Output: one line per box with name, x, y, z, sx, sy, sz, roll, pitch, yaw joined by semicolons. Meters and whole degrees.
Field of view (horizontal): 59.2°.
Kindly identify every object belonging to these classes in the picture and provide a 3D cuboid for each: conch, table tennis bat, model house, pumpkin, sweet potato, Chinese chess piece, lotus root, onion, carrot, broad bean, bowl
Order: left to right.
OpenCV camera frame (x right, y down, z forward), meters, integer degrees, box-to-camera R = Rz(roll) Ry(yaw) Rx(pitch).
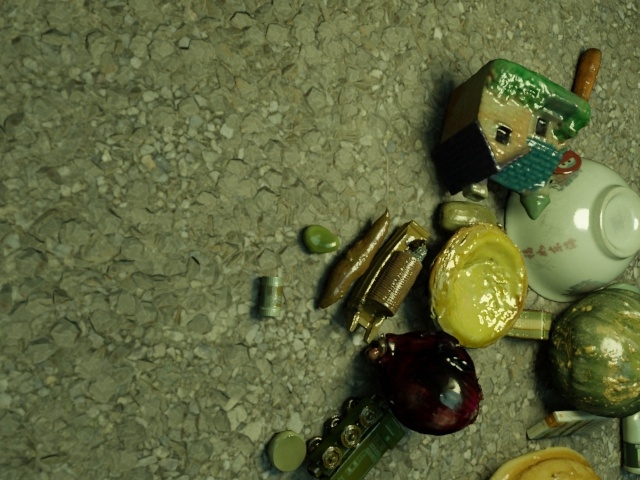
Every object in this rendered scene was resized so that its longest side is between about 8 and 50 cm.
Chinese chess piece;-0.071;0.445;1.193;0.084;0.034;0.084;0;90;-27
broad bean;0.000;0.000;1.237;0.083;0.045;0.063;22;78;-15
sweet potato;0.082;0.041;1.261;0.067;0.067;0.273;41;75;-19
onion;0.239;0.315;1.217;0.281;0.281;0.221;31;99;-21
lotus root;0.375;-0.049;1.396;0.183;0.077;0.090;11;84;-23
model house;0.449;-0.215;1.344;0.312;0.245;0.280;22;72;-16
table tennis bat;0.615;-0.223;1.488;0.098;0.154;0.019;-27;138;-12
carrot;0.744;-0.434;1.599;0.059;0.059;0.247;23;82;-23
bowl;0.721;-0.044;1.496;0.435;0.196;0.434;1;88;-25
pumpkin;0.741;0.289;1.458;0.328;0.257;0.291;-32;117;-31
conch;0.864;0.159;1.637;0.180;0.088;0.065;-4;47;-19

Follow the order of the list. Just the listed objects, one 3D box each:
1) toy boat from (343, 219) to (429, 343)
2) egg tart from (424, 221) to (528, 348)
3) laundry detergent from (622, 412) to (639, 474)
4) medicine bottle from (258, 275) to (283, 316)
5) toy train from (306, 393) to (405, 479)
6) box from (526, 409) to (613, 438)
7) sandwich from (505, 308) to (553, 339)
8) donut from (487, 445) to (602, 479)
toy boat;0.158;0.089;1.268;0.089;0.115;0.310;43;71;-18
egg tart;0.361;0.109;1.357;0.315;0.120;0.314;-3;96;-27
laundry detergent;0.926;0.558;1.643;0.099;0.070;0.225;0;87;-17
medicine bottle;-0.103;0.117;1.181;0.047;0.047;0.083;7;84;-25
toy train;0.073;0.446;1.231;0.225;0.090;0.137;-42;109;-21
box;0.672;0.488;1.502;0.221;0.122;0.032;6;48;-25
sandwich;0.552;0.222;1.505;0.163;0.114;0.079;13;80;-60
donut;0.554;0.727;1.392;0.449;0.198;0.448;2;85;-25
